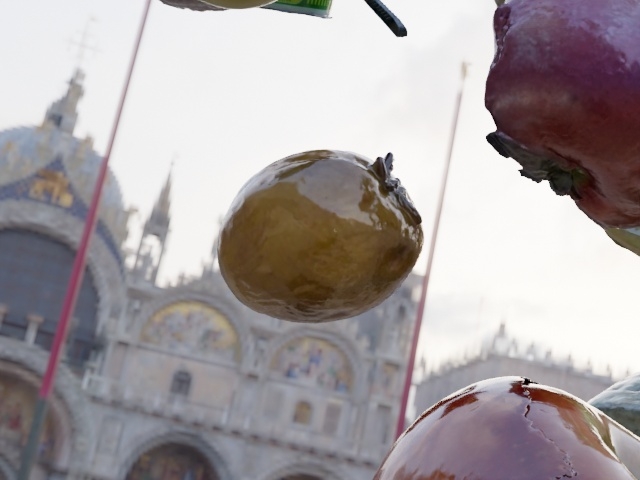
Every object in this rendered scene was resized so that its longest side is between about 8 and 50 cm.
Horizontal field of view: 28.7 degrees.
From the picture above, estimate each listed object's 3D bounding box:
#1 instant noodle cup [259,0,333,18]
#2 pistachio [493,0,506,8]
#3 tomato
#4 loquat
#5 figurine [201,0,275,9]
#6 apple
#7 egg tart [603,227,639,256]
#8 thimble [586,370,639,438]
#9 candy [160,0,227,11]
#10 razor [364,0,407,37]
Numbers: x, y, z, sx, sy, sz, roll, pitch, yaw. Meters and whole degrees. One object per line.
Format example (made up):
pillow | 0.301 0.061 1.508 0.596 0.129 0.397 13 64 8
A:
instant noodle cup | -0.043 -0.464 1.908 0.207 0.232 0.207 9 11 -2
pistachio | 0.323 -0.380 1.763 0.152 0.126 0.223 34 -21 -23
tomato | 0.334 -0.177 1.299 0.335 0.289 0.176 34 -27 -33
loquat | 0.000 0.000 1.413 0.238 0.193 0.238 -18 -22 -8
figurine | -0.152 -0.392 1.527 0.324 0.231 0.340 5 21 -43
apple | 0.136 0.211 0.767 0.251 0.206 0.272 46 14 1
egg tart | 0.528 -0.095 1.745 0.388 0.388 0.169 12 -53 -1
thimble | 0.417 0.303 1.505 0.195 0.291 0.291 -14 2 -40
candy | -0.200 -0.516 2.225 0.290 0.214 0.157 -2 -2 5
razor | 0.086 -0.372 1.941 0.066 0.190 0.033 -10 -43 -26
